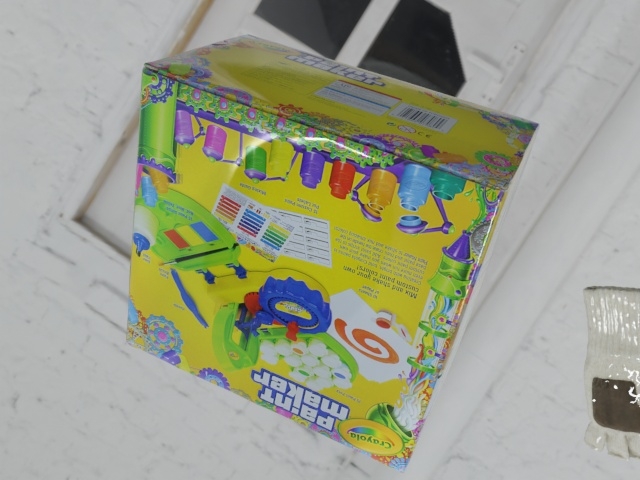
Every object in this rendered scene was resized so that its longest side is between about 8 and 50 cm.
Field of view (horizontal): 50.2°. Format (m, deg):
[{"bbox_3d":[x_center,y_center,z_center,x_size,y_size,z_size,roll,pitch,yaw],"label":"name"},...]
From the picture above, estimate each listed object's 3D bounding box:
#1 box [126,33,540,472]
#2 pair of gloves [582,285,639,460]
[{"bbox_3d":[0.000,0.000,0.615,0.290,0.279,0.177,22,-149,15],"label":"box"},{"bbox_3d":[0.375,0.155,0.680,0.240,0.204,0.042,10,-155,44],"label":"pair of gloves"}]
